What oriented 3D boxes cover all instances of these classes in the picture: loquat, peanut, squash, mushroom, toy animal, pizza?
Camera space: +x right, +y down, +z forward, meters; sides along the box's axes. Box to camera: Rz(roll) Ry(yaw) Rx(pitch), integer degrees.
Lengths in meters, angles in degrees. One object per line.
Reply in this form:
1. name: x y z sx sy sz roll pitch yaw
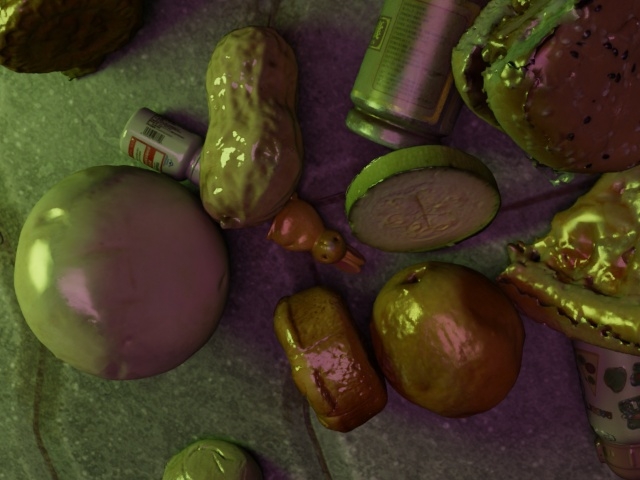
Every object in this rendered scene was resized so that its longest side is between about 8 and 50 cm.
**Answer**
1. loquat: 0.175 0.140 1.017 0.238 0.193 0.238 19 141 16
2. peanut: -0.089 -0.158 1.020 0.159 0.143 0.291 5 91 35
3. squash: 0.142 -0.051 1.009 0.219 0.219 0.041 -12 58 12
4. mushroom: -0.286 0.075 1.041 0.315 0.315 0.356 19 105 5
5. toy animal: 0.002 -0.002 1.095 0.159 0.070 0.083 32 102 -3
6. pizza: 0.464 0.012 0.893 0.435 0.080 0.392 -53 45 17

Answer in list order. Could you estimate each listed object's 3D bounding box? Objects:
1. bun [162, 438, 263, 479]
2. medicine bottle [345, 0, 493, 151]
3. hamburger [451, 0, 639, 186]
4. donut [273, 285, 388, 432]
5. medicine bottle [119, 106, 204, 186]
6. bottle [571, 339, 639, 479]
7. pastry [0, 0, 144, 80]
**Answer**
1. bun: -0.186 0.425 1.190 0.173 0.113 0.166 -14 99 10
2. medicine bottle: 0.152 -0.283 0.963 0.151 0.151 0.322 22 105 4
3. hamburger: 0.341 -0.229 0.874 0.318 0.195 0.277 -47 121 2
4. donut: 0.014 0.172 1.056 0.114 0.226 0.226 -27 97 2
5. medicine bottle: -0.228 -0.139 1.094 0.140 0.079 0.079 28 105 2
6. bottle: 0.444 0.228 1.043 0.120 0.120 0.253 -11 100 11
7. pastry: -0.359 -0.342 0.999 0.240 0.235 0.132 -28 85 20
